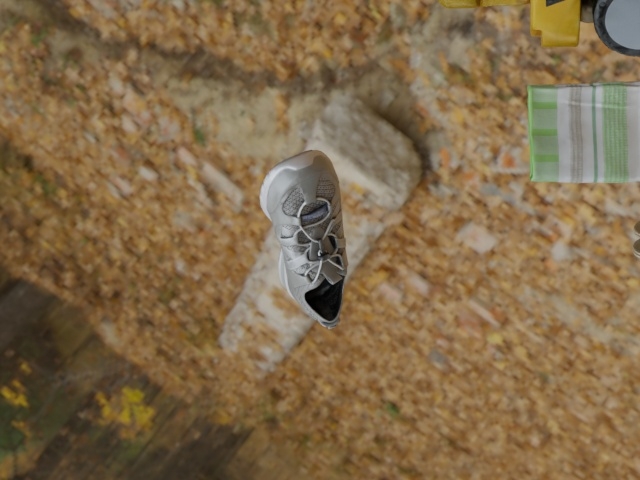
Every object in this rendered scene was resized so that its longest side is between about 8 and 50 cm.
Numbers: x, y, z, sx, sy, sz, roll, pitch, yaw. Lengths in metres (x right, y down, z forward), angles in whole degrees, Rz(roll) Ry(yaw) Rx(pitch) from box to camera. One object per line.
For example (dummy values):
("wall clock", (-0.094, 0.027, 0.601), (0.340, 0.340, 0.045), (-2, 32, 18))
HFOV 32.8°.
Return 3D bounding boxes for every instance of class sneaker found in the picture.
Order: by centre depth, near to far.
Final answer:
("sneaker", (0.000, 0.000, 1.379), (0.115, 0.105, 0.281), (56, 165, 36))

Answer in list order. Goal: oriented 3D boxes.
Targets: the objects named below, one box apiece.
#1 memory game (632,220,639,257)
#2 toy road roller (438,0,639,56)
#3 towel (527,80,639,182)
("memory game", (0.469, -0.001, 1.305), (0.186, 0.186, 0.012), (22, 139, 42))
("toy road roller", (0.220, -0.329, 0.992), (0.241, 0.202, 0.329), (0, 136, 11))
("towel", (0.304, -0.119, 1.190), (0.152, 0.113, 0.023), (-1, 174, -2))
